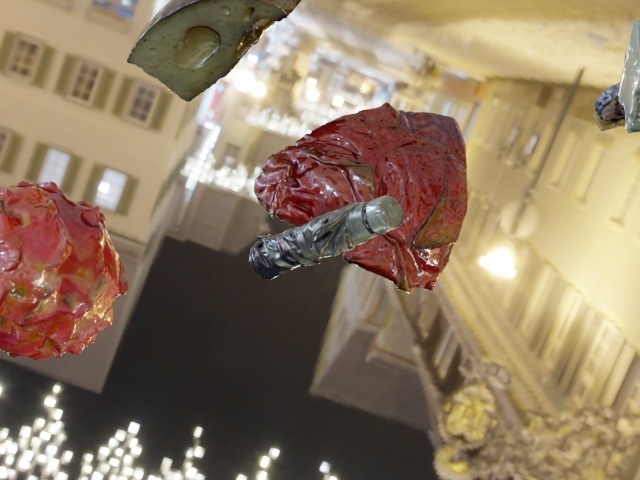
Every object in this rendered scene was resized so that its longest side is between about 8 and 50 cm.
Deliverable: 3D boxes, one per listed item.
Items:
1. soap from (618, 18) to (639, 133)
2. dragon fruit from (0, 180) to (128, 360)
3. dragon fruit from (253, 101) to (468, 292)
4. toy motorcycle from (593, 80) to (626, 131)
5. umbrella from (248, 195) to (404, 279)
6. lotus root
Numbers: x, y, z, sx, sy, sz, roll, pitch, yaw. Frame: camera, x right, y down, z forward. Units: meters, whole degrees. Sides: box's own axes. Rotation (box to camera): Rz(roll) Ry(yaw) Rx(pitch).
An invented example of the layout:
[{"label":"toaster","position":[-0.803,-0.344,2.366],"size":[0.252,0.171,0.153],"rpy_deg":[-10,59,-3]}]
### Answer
[{"label":"soap","position":[0.401,-0.167,1.112],"size":[0.198,0.114,0.063],"rpy_deg":[-3,-126,1]},{"label":"dragon fruit","position":[-0.325,0.046,1.316],"size":[0.205,0.210,0.268],"rpy_deg":[34,153,24]},{"label":"dragon fruit","position":[0.057,-0.049,1.811],"size":[0.330,0.240,0.302],"rpy_deg":[4,-126,-7]},{"label":"toy motorcycle","position":[0.465,-0.194,1.485],"size":[0.130,0.229,0.094],"rpy_deg":[75,174,-70]},{"label":"umbrella","position":[0.000,0.000,1.058],"size":[0.188,0.046,0.050],"rpy_deg":[-18,-169,46]},{"label":"lotus root","position":[-0.165,-0.348,1.789],"size":[0.142,0.314,0.210],"rpy_deg":[46,-153,-16]}]
